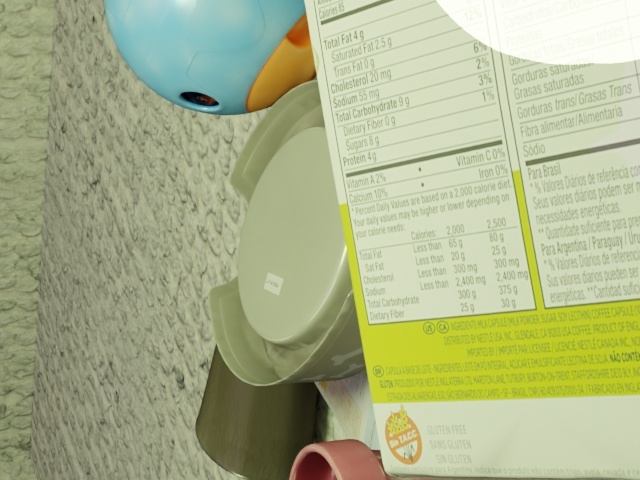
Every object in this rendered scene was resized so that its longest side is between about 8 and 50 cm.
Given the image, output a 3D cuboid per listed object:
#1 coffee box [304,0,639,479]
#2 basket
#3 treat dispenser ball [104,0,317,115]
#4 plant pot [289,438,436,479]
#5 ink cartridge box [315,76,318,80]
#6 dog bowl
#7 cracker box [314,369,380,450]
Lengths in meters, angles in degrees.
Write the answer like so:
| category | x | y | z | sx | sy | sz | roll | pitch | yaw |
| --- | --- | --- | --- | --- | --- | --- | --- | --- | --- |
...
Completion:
| category | x | y | z | sx | sy | sz | roll | pitch | yaw |
| --- | --- | --- | --- | --- | --- | --- | --- | --- | --- |
| coffee box | 0.237 | -0.067 | 0.879 | 0.338 | 0.338 | 0.334 | -10 | 90 | 53 |
| basket | -0.070 | 0.166 | 2.099 | 0.204 | 0.154 | 0.226 | -123 | 38 | -56 |
| treat dispenser ball | -0.110 | -0.291 | 1.908 | 0.288 | 0.288 | 0.288 | 175 | 90 | -68 |
| plant pot | 0.081 | 0.302 | 1.697 | 0.201 | 0.180 | 0.201 | 175 | 90 | -69 |
| ink cartridge box | 0.028 | -0.183 | 1.886 | 0.115 | 0.063 | 0.029 | 117 | 144 | -54 |
| dog bowl | 0.000 | 0.000 | 1.823 | 0.349 | 0.102 | 0.348 | -32 | 51 | 51 |
| cracker box | 0.059 | 0.146 | 1.872 | 0.232 | 0.067 | 0.155 | -124 | 36 | -53 |
